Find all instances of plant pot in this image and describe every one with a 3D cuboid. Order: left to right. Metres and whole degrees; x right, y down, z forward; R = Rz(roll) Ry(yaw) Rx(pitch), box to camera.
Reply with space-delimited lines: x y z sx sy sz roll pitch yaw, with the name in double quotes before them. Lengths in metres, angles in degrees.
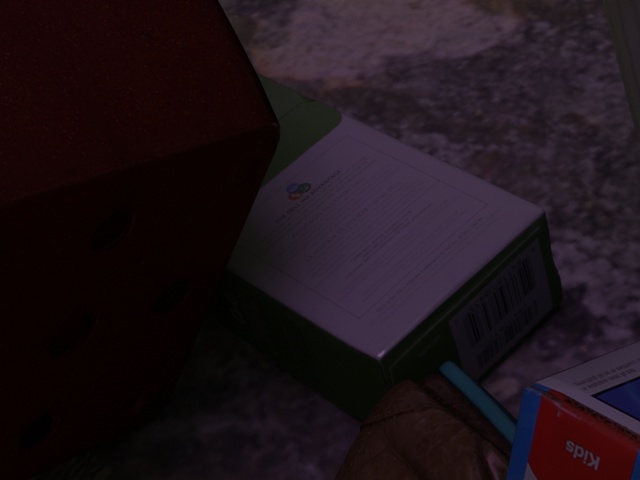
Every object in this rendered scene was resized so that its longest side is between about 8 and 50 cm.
"plant pot" -0.177 -0.031 0.702 0.235 0.267 0.267 41 37 22

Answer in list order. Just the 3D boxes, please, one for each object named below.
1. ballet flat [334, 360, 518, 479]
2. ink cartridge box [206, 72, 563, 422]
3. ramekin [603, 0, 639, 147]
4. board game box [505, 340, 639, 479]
"ballet flat" 0.104 0.169 0.548 0.124 0.116 0.342 -49 47 -3
"ink cartridge box" 0.000 0.000 0.781 0.109 0.062 0.209 -40 46 -23
"ramekin" 0.246 -0.084 0.666 0.272 0.127 0.273 -6 8 1
"board game box" 0.260 0.102 0.468 0.308 0.086 0.302 -14 32 -42
